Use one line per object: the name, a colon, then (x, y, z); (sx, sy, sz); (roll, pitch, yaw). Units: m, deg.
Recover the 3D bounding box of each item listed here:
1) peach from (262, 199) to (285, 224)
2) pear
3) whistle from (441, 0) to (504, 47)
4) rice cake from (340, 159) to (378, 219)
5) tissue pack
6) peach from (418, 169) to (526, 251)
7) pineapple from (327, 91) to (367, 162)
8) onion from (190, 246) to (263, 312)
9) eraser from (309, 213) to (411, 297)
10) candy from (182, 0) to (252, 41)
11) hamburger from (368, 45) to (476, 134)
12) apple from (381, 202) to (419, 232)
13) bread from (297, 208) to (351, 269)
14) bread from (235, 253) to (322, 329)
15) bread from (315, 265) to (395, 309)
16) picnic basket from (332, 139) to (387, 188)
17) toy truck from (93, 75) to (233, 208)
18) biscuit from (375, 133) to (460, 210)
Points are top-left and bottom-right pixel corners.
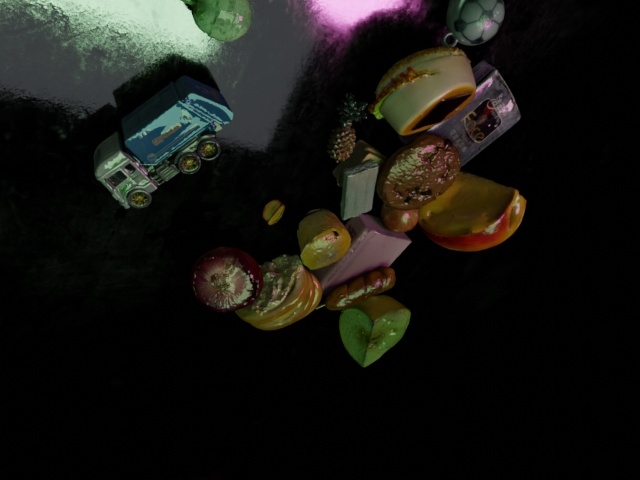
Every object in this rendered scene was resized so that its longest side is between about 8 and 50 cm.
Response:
peach: (-0.157, -0.097, 1.552); (0.077, 0.050, 0.083); (-30, 158, -39)
pear: (0.265, 0.369, 2.199); (0.318, 0.238, 0.342); (-20, 137, -31)
whistle: (0.438, -0.629, 1.265); (0.289, 0.163, 0.163); (-43, 140, 17)
rice cake: (0.123, -0.157, 1.545); (0.124, 0.038, 0.211); (-20, 142, -13)
tissue pack: (0.458, -0.381, 1.575); (0.361, 0.122, 0.259); (-39, 137, 15)
peach: (0.552, -0.096, 1.803); (0.306, 0.380, 0.242); (-58, 139, -6)
pineapple: (0.076, -0.322, 1.412); (0.083, 0.103, 0.221); (2, 133, -17)
onion: (-0.312, 0.130, 1.604); (0.248, 0.248, 0.161); (-37, 179, 8)
eraser: (0.145, 0.072, 1.875); (0.272, 0.122, 0.359); (11, 127, -42)
candy: (-0.350, -0.518, 0.957); (0.440, 0.119, 0.119); (9, 128, -27)
hamburger: (0.290, -0.427, 1.339); (0.294, 0.179, 0.276); (-21, 172, -25)
apple: (0.293, -0.101, 1.759); (0.146, 0.146, 0.131); (-30, 121, 1)
bread: (0.004, -0.001, 1.662); (0.197, 0.170, 0.197); (-16, 139, -14)
bread: (-0.155, 0.219, 1.753); (0.315, 0.211, 0.270); (-20, 141, 8)
bread: (0.140, 0.204, 1.854); (0.344, 0.084, 0.124); (-24, 142, -9)
picnic basket: (0.131, -0.236, 1.558); (0.115, 0.079, 0.164); (17, 123, -44)
toy truck: (-0.388, -0.245, 1.178); (0.367, 0.146, 0.175); (-36, 134, 3)
biscuit: (0.321, -0.208, 1.542); (0.296, 0.075, 0.296); (-12, 140, -10)
